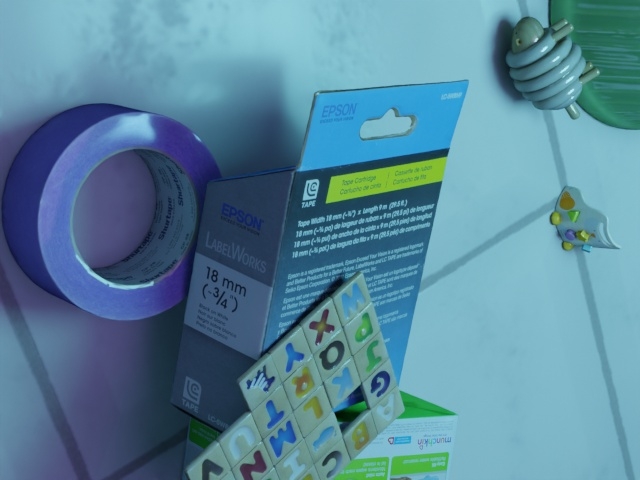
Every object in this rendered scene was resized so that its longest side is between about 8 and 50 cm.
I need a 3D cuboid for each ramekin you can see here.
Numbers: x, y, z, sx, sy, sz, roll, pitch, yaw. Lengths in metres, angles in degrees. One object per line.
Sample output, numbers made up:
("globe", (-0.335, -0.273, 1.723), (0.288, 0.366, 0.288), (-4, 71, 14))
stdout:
("ramekin", (0.425, -0.270, 1.594), (0.303, 0.148, 0.303), (-9, 105, -34))

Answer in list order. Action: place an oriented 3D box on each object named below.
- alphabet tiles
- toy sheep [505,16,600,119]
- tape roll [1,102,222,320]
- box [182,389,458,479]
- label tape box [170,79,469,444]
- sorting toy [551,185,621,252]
("alphabet tiles", (-0.021, 0.168, 1.272), (0.237, 0.009, 0.198), (-41, 136, -24))
("toy sheep", (0.254, -0.189, 1.528), (0.091, 0.091, 0.132), (-41, 106, -22))
("tape roll", (-0.185, -0.027, 1.252), (0.189, 0.080, 0.189), (-8, 104, -34))
("box", (-0.004, 0.279, 1.421), (0.262, 0.127, 0.231), (1, 100, -36))
("label tape box", (0.000, 0.000, 1.305), (0.241, 0.106, 0.333), (-12, 119, -51))
("sorting toy", (0.316, -0.014, 1.619), (0.045, 0.075, 0.083), (-43, 121, -21))
